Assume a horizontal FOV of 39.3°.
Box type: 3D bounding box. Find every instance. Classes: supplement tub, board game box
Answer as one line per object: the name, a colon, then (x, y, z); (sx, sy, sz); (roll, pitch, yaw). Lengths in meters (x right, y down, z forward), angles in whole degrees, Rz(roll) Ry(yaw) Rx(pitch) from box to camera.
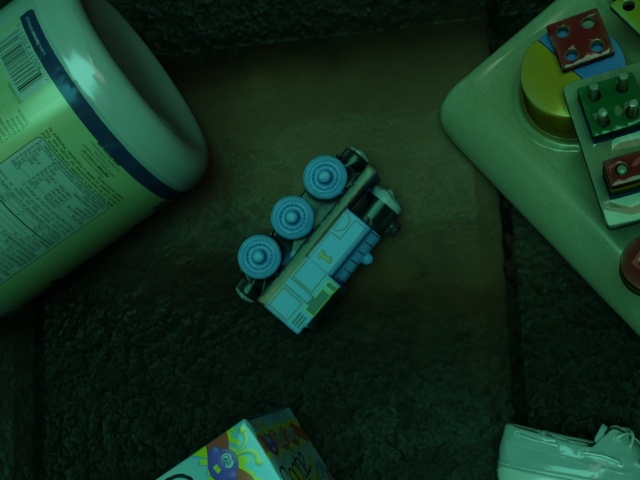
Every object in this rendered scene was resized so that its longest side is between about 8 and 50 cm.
supplement tub: (-0.297, -0.071, 0.859); (0.324, 0.235, 0.235); (-34, 77, 8)
board game box: (-0.121, 0.291, 0.819); (0.275, 0.144, 0.142); (-36, 77, 8)

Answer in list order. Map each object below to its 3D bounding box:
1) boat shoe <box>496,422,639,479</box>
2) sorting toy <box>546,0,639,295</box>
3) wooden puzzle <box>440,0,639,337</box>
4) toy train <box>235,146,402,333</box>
boat shoe: (0.250, 0.193, 0.789); (0.184, 0.066, 0.063); (2, 84, 23)
sorting toy: (0.274, -0.100, 0.718); (0.132, 0.046, 0.275); (-15, 69, 12)
wooden puzzle: (0.321, -0.127, 0.774); (0.348, 0.080, 0.322); (-42, 67, 6)
toy train: (0.000, 0.000, 0.864); (0.105, 0.080, 0.184); (40, 91, 6)
